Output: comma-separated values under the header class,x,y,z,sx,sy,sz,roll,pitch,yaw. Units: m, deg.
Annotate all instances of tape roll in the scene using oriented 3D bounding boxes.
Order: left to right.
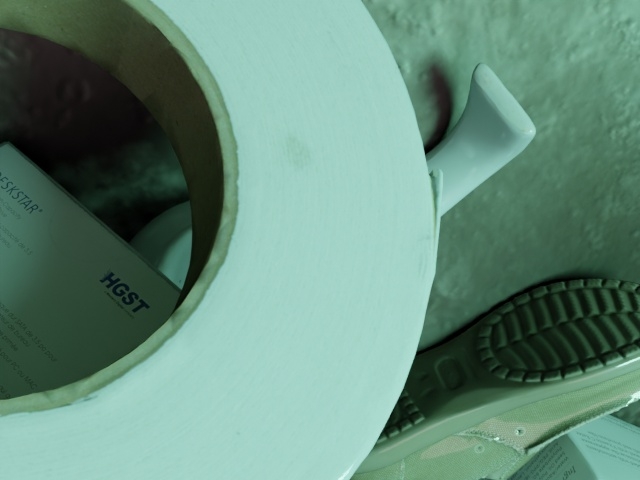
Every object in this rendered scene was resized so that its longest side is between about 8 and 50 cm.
class,x,y,z,sx,sy,sz,roll,pitch,yaw
tape roll,-0.140,-0.023,0.431,0.392,0.392,0.072,5,159,-18

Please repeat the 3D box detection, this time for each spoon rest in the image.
class,x,y,z,sx,sy,sz,roll,pitch,yaw
spoon rest,0.000,0.000,0.623,0.276,0.137,0.084,-32,162,-3

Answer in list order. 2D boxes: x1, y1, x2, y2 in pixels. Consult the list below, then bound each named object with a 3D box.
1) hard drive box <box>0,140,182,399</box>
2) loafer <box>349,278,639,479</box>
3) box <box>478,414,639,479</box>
class,x,y,z,sx,sy,sz,roll,pitch,yaw
hard drive box,-0.195,0.076,0.506,0.232,0.181,0.089,-35,144,-26
loafer,0.133,0.112,0.735,0.269,0.102,0.092,-22,125,9
box,0.202,0.238,0.811,0.181,0.119,0.182,25,110,-27
